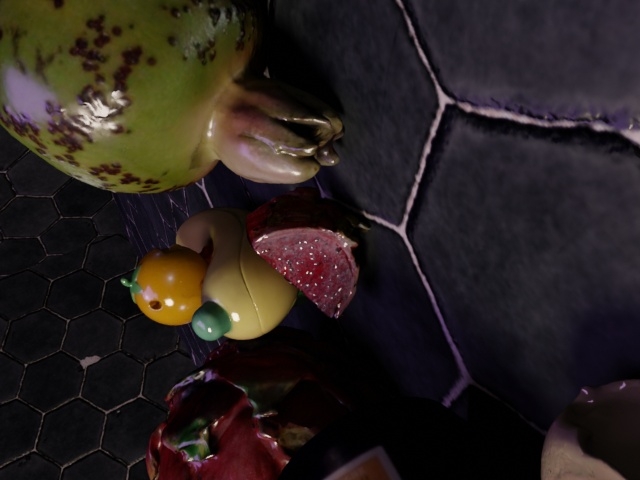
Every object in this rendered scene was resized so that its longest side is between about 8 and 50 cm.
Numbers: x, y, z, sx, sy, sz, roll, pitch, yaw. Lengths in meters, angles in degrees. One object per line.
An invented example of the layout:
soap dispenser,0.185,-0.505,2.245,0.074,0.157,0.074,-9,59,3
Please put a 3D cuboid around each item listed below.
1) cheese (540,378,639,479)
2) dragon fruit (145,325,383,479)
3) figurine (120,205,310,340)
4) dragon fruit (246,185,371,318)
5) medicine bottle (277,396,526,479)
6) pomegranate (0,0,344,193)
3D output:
cheese,0.223,0.215,0.312,0.286,0.082,0.163,65,159,-5
dragon fruit,-0.058,0.269,0.719,0.329,0.329,0.329,49,153,36
figurine,-0.143,0.041,0.766,0.324,0.222,0.124,25,138,58
dragon fruit,0.000,0.000,0.595,0.147,0.096,0.102,43,-173,-40
medicine bottle,0.115,0.321,0.388,0.395,0.242,0.242,-125,22,-52
pomegranate,-0.132,-0.154,0.552,0.340,0.285,0.285,28,149,9
